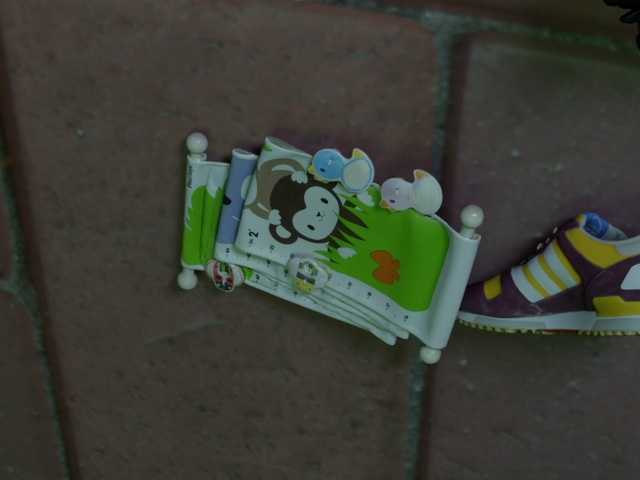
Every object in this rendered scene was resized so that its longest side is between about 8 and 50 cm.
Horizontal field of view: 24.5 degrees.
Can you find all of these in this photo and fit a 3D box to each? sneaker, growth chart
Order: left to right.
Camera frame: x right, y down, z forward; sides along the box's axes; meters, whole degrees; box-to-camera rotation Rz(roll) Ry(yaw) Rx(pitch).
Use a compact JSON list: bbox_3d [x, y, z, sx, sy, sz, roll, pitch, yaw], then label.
[{"bbox_3d":[0.000,0.000,1.056,0.237,0.021,0.172,18,132,19],"label":"growth chart"},{"bbox_3d":[0.169,0.023,1.013,0.185,0.084,0.070,-1,175,44],"label":"sneaker"}]

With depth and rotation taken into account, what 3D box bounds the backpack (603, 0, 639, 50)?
[{"bbox_3d":[0.252,-0.171,0.775,0.182,0.115,0.152,13,144,8],"label":"backpack"}]
